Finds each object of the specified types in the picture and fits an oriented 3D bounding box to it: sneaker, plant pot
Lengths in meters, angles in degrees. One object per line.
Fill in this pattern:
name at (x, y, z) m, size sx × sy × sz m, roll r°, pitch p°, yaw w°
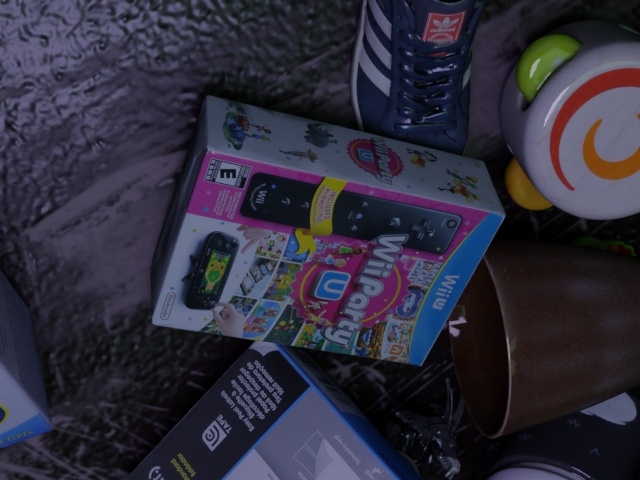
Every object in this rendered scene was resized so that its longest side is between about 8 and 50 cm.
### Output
sneaker at (0.105, -0.201, 1.044) m, size 0.131 × 0.148 × 0.349 m, roll -9°, pitch 110°, yaw -12°
plant pot at (0.277, 0.092, 1.140) m, size 0.231 × 0.215 × 0.215 m, roll -6°, pitch 109°, yaw -8°

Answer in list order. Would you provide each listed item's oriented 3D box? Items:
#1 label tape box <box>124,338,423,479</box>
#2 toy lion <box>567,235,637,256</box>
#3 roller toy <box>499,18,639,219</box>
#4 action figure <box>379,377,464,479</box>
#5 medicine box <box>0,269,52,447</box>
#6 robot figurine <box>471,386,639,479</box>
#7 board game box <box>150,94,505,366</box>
label tape box at (-0.079, 0.308, 1.106) m, size 0.347 × 0.249 × 0.115 m, roll -46°, pitch 150°, yaw 2°
toy lion at (0.328, 0.033, 1.247) m, size 0.096 × 0.034 × 0.100 m, roll -43°, pitch 113°, yaw -6°
roller toy at (0.294, -0.129, 1.120) m, size 0.191 × 0.146 × 0.209 m, roll -6°, pitch 115°, yaw -3°
action figure at (0.081, 0.290, 1.198) m, size 0.276 × 0.141 × 0.164 m, roll -43°, pitch 149°, yaw 5°
medicine box at (-0.413, 0.099, 0.928) m, size 0.264 × 0.149 × 0.289 m, roll -18°, pitch 151°, yaw -6°
robot figurine at (0.288, 0.267, 1.199) m, size 0.174 × 0.278 × 0.209 m, roll 34°, pitch 139°, yaw 7°
board game box at (0.000, 0.000, 1.076) m, size 0.304 × 0.097 × 0.224 m, roll 10°, pitch 127°, yaw -18°
